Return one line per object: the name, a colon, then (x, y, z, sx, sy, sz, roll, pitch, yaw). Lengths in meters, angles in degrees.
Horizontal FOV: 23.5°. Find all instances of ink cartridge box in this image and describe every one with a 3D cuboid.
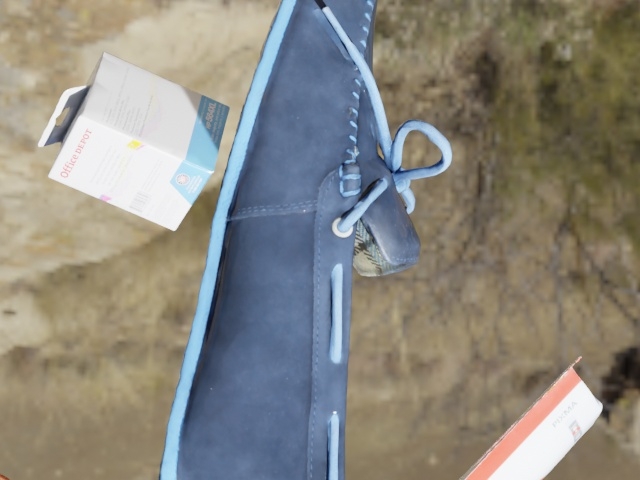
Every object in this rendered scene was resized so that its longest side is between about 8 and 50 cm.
ink cartridge box: (-0.169, -0.092, 1.362, 0.143, 0.090, 0.092, 24, 136, -14)
ink cartridge box: (0.133, 0.150, 1.030, 0.045, 0.145, 0.179, 44, 174, 9)

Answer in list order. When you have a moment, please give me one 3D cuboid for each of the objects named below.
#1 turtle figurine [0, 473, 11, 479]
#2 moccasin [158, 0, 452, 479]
turtle figurine: (-0.210, 0.060, 0.560, 0.270, 0.087, 0.217, 10, -167, 0)
moccasin: (0.000, 0.000, 0.853, 0.117, 0.341, 0.138, 12, 177, 0)
